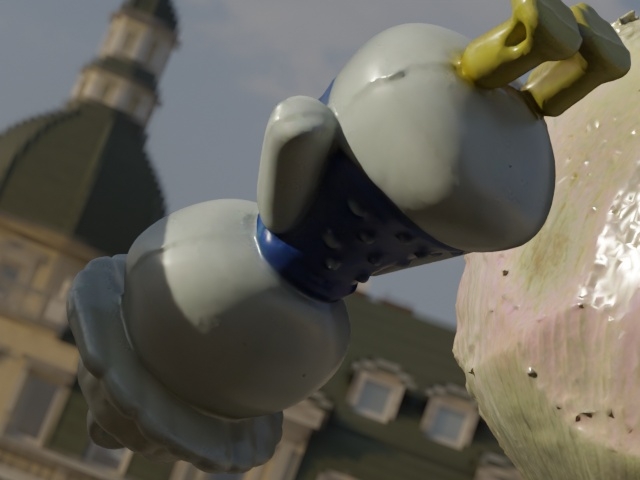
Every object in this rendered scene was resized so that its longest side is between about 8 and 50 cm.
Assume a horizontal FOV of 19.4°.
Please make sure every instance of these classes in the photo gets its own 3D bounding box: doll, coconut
[{"bbox_3d":[0.000,0.000,0.780,0.293,0.119,0.138,-42,-39,25],"label":"doll"},{"bbox_3d":[0.277,0.084,1.204,0.404,0.405,0.404,19,-16,6],"label":"coconut"}]
